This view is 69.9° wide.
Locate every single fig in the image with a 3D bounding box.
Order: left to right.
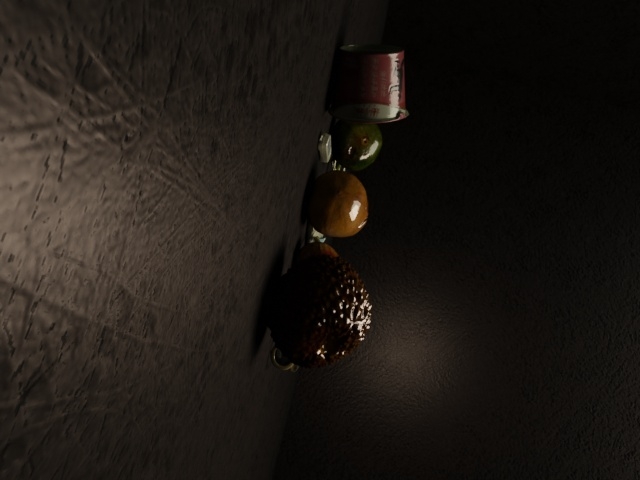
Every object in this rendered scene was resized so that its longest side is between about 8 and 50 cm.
[{"bbox_3d":[-0.024,0.055,1.461,0.231,0.143,0.160,-124,-149,-45],"label":"fig"},{"bbox_3d":[0.115,-0.335,1.620,0.245,0.195,0.195,143,-38,-78],"label":"fig"}]

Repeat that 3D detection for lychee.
[{"bbox_3d":[-0.007,0.164,1.124,0.267,0.267,0.267,14,90,-86],"label":"lychee"}]

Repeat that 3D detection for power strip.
[{"bbox_3d":[0.013,-0.277,1.380,0.191,0.030,0.048,67,37,-83],"label":"power strip"}]

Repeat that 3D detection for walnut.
[{"bbox_3d":[0.058,-0.104,1.412,0.298,0.203,0.203,23,80,-78],"label":"walnut"}]

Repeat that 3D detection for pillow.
[{"bbox_3d":[-0.015,-0.045,1.624,0.229,0.051,0.128,97,9,-54],"label":"pillow"}]

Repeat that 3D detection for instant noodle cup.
[{"bbox_3d":[0.139,-0.447,1.291,0.235,0.234,0.178,-70,163,-58],"label":"instant noodle cup"}]

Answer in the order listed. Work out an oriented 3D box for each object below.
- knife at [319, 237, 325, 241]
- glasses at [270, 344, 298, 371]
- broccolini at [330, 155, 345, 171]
[{"bbox_3d":[0.000,0.000,1.628,0.027,0.010,0.096,-55,169,7],"label":"knife"},{"bbox_3d":[-0.122,0.311,1.466,0.220,0.088,0.190,154,-48,-69],"label":"glasses"},{"bbox_3d":[0.036,-0.229,1.809,0.074,0.078,0.392,-92,-160,-63],"label":"broccolini"}]
